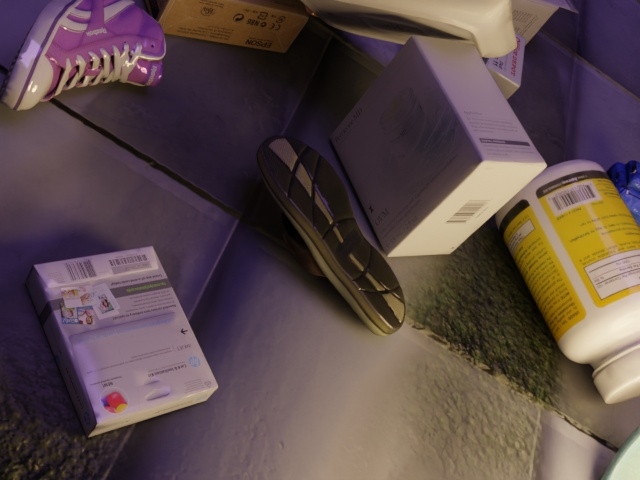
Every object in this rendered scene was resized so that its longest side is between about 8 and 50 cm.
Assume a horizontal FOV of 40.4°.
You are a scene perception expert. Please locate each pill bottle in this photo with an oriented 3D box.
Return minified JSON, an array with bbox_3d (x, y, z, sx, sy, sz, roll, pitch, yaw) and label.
[{"bbox_3d":[0.410,0.061,1.294,0.188,0.188,0.334,0,57,-36],"label":"pill bottle"}]

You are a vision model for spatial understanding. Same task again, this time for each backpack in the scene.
[{"bbox_3d":[0.560,-0.080,1.585,0.098,0.101,0.120,27,47,-5],"label":"backpack"}]

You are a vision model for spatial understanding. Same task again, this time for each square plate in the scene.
[{"bbox_3d":[0.117,-0.339,1.303,0.344,0.049,0.347,15,5,14],"label":"square plate"}]

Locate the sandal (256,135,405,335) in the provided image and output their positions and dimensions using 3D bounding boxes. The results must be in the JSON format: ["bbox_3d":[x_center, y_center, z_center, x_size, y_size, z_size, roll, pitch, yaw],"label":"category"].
[{"bbox_3d":[0.000,0.002,1.133,0.120,0.086,0.303,-33,93,-52],"label":"sandal"}]

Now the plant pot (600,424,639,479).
[{"bbox_3d":[0.567,0.399,1.048,0.334,0.341,0.341,38,42,-14],"label":"plant pot"}]

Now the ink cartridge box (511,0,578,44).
[{"bbox_3d":[0.351,-0.559,1.806,0.272,0.130,0.309,4,54,-35],"label":"ink cartridge box"}]

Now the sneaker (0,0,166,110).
[{"bbox_3d":[-0.283,-0.233,1.106,0.161,0.102,0.282,33,43,-13],"label":"sneaker"}]

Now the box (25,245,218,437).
[{"bbox_3d":[-0.211,0.100,0.925,0.145,0.038,0.186,-11,62,-41],"label":"box"}]

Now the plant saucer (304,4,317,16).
[{"bbox_3d":[-0.017,-0.425,1.516,0.083,0.015,0.083,19,47,-22],"label":"plant saucer"}]

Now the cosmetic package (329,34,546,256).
[{"bbox_3d":[0.157,-0.130,1.241,0.138,0.224,0.225,-1,56,-38],"label":"cosmetic package"}]

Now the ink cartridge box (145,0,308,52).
[{"bbox_3d":[-0.158,-0.400,1.339,0.234,0.088,0.193,2,54,-35],"label":"ink cartridge box"}]

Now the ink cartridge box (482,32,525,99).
[{"bbox_3d":[0.268,-0.354,1.602,0.208,0.087,0.153,28,50,-15],"label":"ink cartridge box"}]
